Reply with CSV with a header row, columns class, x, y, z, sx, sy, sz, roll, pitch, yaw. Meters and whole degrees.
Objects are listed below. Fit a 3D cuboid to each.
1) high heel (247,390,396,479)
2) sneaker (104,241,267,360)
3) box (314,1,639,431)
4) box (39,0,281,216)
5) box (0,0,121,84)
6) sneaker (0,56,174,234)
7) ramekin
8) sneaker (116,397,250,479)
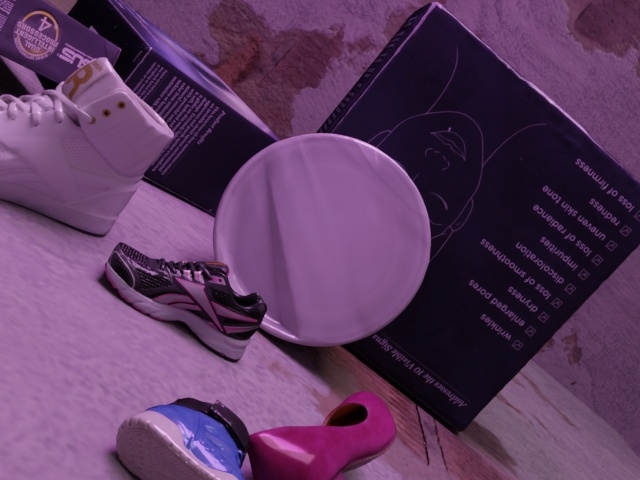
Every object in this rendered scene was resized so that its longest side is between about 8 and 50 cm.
class,x,y,z,sx,sy,sz,roll,pitch,yaw
high heel,0.001,0.169,0.617,0.117,0.082,0.244,55,22,-4
sneaker,-0.132,0.046,0.695,0.178,0.077,0.072,35,10,-27
box,0.189,-0.040,1.124,0.480,0.471,0.297,39,9,-9
box,-0.267,-0.229,1.113,0.294,0.182,0.296,31,13,-48
box,-0.488,-0.334,0.825,0.318,0.097,0.395,30,3,26
sneaker,-0.276,-0.124,0.640,0.292,0.169,0.108,25,20,-53
ramekin,0.000,0.000,0.897,0.273,0.273,0.127,40,-2,0
sneaker,-0.063,0.167,0.468,0.152,0.058,0.084,36,17,17
